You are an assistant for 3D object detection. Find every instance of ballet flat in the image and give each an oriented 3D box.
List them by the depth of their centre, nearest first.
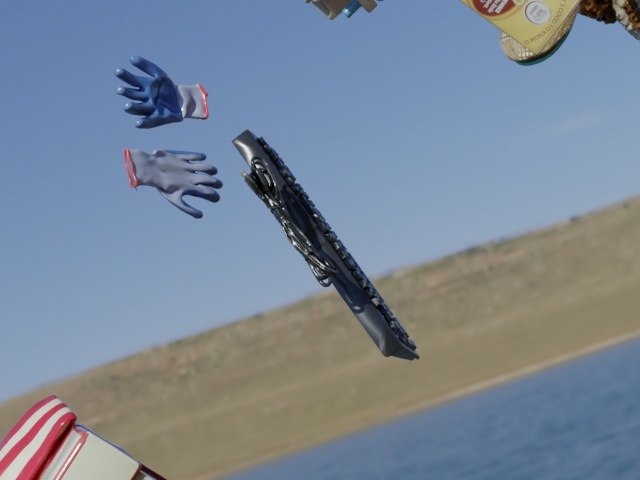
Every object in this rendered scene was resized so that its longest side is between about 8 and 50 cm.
[{"bbox_3d":[0.189,-0.227,1.340,0.073,0.067,0.206,-7,35,25],"label":"ballet flat"}]

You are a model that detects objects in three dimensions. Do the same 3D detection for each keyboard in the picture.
[{"bbox_3d":[0.000,0.000,1.775,0.033,0.317,0.201,-40,-17,10],"label":"keyboard"}]

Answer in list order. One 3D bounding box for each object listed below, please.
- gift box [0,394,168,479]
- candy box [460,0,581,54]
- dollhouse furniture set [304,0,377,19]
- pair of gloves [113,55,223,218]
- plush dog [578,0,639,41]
[{"bbox_3d":[-0.173,0.286,1.173,0.255,0.258,0.276,-58,10,-15],"label":"gift box"},{"bbox_3d":[0.075,-0.198,0.888,0.053,0.187,0.109,-56,0,44],"label":"candy box"},{"bbox_3d":[0.029,-0.352,1.565,0.198,0.303,0.286,-44,-49,1],"label":"dollhouse furniture set"},{"bbox_3d":[-0.179,-0.123,1.879,0.023,0.198,0.159,-22,-18,36],"label":"pair of gloves"},{"bbox_3d":[0.416,-0.319,1.819,0.262,0.210,0.225,19,-47,-2],"label":"plush dog"}]
